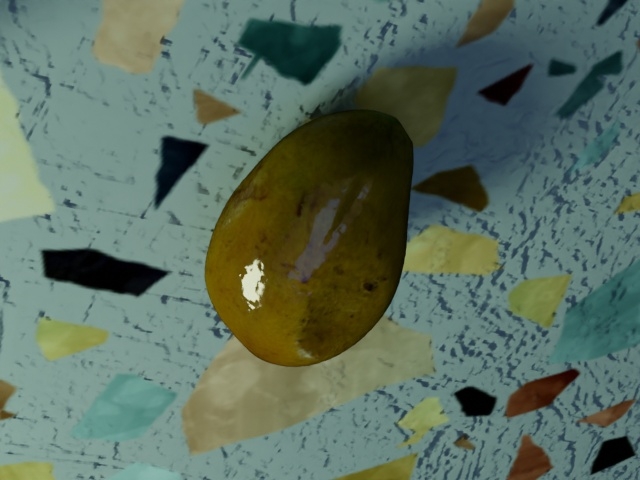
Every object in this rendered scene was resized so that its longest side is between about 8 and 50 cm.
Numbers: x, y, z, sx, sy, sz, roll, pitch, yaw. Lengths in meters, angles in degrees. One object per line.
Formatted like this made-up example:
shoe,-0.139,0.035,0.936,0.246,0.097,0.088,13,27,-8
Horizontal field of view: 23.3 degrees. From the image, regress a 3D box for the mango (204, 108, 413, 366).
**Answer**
mango,-0.007,0.002,0.877,0.115,0.089,0.165,-9,137,-17
